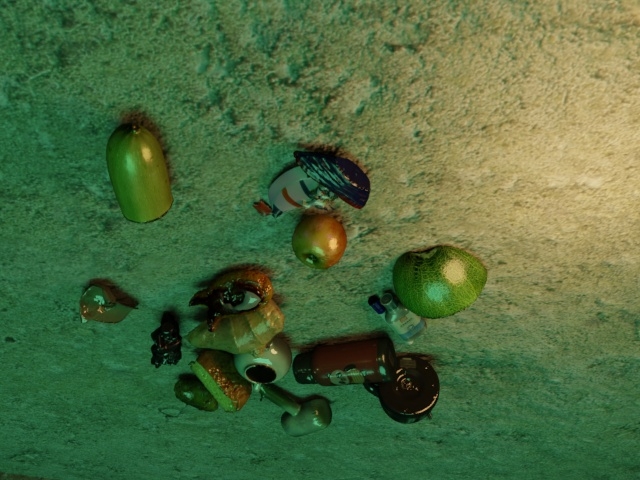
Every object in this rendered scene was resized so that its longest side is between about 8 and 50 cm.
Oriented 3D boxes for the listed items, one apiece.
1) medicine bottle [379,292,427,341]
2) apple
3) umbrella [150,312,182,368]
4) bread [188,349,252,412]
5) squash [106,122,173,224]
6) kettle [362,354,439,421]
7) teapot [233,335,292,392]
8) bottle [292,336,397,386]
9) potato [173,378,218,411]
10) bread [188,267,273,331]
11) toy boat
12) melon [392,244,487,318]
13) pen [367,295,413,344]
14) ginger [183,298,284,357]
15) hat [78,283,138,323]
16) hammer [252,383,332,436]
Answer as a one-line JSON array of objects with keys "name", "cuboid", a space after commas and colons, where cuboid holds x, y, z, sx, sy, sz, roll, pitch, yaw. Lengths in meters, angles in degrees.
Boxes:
[{"name": "medicine bottle", "cuboid": [0.243, 0.227, 1.936, 0.090, 0.053, 0.208, -36, 131, 8]}, {"name": "apple", "cuboid": [0.000, 0.000, 1.640, 0.147, 0.146, 0.146, 3, 141, 2]}, {"name": "umbrella", "cuboid": [-0.497, 0.323, 2.085, 0.110, 0.122, 0.272, 29, 148, 5]}, {"name": "bread", "cuboid": [-0.332, 0.469, 2.221, 0.229, 0.139, 0.143, 52, 139, -2]}, {"name": "squash", "cuboid": [-0.419, -0.165, 1.475, 0.133, 0.132, 0.247, 2, 139, 2]}, {"name": "kettle", "cuboid": [0.274, 0.538, 2.217, 0.251, 0.207, 0.271, -6, 148, 2]}, {"name": "teapot", "cuboid": [-0.190, 0.394, 2.121, 0.193, 0.129, 0.294, 10, 132, -5]}, {"name": "bottle", "cuboid": [0.073, 0.405, 2.116, 0.337, 0.143, 0.144, -11, 138, 21]}, {"name": "potato", "cuboid": [-0.458, 0.582, 2.417, 0.118, 0.090, 0.225, -3, 146, 33]}, {"name": "bread", "cuboid": [-0.255, 0.162, 1.873, 0.269, 0.095, 0.139, -25, 101, 29]}, {"name": "toy boat", "cuboid": [-0.039, -0.133, 1.540, 0.319, 0.071, 0.219, -2, 144, 23]}, {"name": "melon", "cuboid": [0.306, 0.113, 1.748, 0.265, 0.129, 0.169, -14, 134, 22]}, {"name": "pen", "cuboid": [0.220, 0.250, 1.995, 0.033, 0.033, 0.269, -18, 136, 25]}, {"name": "ginger", "cuboid": [-0.265, 0.269, 1.979, 0.354, 0.126, 0.189, -8, 98, 25]}, {"name": "hat", "cuboid": [-0.653, 0.194, 1.990, 0.147, 0.084, 0.175, -32, 152, 22]}, {"name": "hammer", "cuboid": [-0.126, 0.618, 2.429, 0.207, 0.118, 0.336, -30, 123, 33]}]
